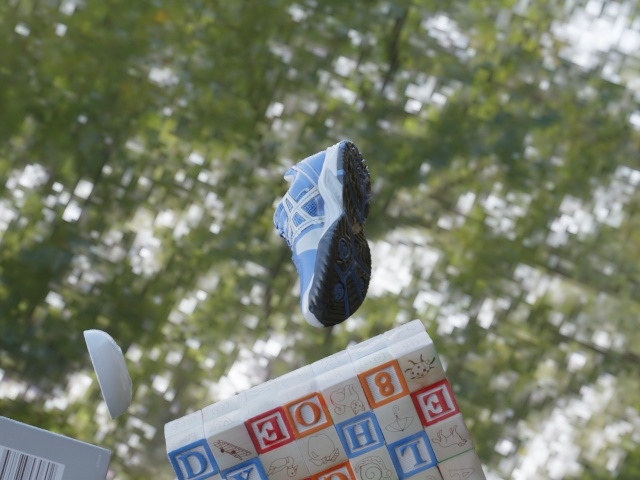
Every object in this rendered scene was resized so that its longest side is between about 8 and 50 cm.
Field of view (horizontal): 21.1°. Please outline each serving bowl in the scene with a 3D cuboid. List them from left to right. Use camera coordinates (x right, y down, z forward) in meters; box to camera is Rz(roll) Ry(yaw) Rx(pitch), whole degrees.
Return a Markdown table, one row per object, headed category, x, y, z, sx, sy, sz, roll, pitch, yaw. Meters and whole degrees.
| category | x | y | z | sx | sy | sz | roll | pitch | yaw |
| --- | --- | --- | --- | --- | --- | --- | --- | --- | --- |
| serving bowl | -0.186 | 0.116 | 1.533 | 0.027 | 0.083 | 0.083 | -18 | -39 | -8 |

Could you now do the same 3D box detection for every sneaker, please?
| category | x | y | z | sx | sy | sz | roll | pitch | yaw |
| --- | --- | --- | --- | --- | --- | --- | --- | --- | --- |
| sneaker | 0.000 | 0.000 | 1.676 | 0.080 | 0.081 | 0.211 | 52 | -147 | -41 |

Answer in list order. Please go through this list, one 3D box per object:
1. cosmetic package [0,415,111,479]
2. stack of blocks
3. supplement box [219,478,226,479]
| category | x | y | z | sx | sy | sz | roll | pitch | yaw |
| --- | --- | --- | --- | --- | --- | --- | --- | --- | --- |
| cosmetic package | -0.263 | 0.236 | 1.382 | 0.238 | 0.127 | 0.107 | 123 | 161 | -51 |
| stack of blocks | 0.005 | 0.224 | 1.810 | 0.087 | 0.297 | 0.171 | -116 | 4 | -74 |
| supplement box | -0.158 | 0.274 | 1.223 | 0.073 | 0.239 | 0.130 | -23 | -89 | -81 |
